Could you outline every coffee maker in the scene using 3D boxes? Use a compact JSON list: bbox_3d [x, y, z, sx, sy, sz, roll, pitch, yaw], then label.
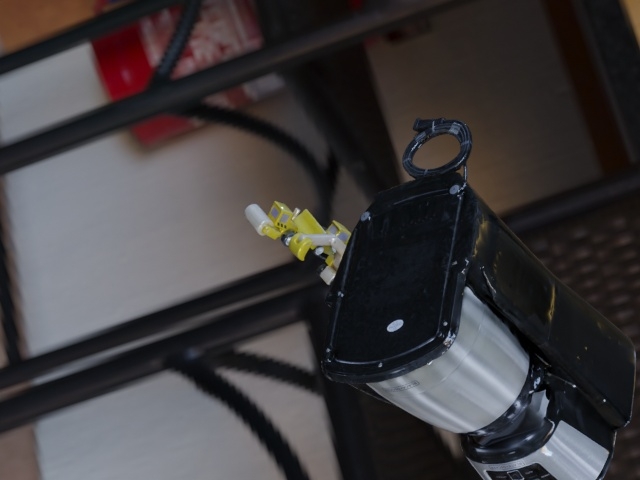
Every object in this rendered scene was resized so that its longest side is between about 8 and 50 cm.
[{"bbox_3d":[0.105,0.048,0.936,0.178,0.120,0.171,40,73,-37],"label":"coffee maker"}]

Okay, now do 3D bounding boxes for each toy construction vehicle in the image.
[{"bbox_3d":[0.000,0.000,1.109,0.098,0.035,0.086,25,18,-43],"label":"toy construction vehicle"}]
